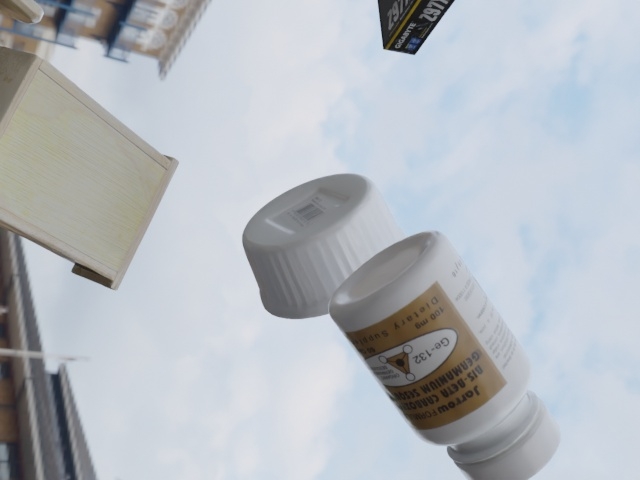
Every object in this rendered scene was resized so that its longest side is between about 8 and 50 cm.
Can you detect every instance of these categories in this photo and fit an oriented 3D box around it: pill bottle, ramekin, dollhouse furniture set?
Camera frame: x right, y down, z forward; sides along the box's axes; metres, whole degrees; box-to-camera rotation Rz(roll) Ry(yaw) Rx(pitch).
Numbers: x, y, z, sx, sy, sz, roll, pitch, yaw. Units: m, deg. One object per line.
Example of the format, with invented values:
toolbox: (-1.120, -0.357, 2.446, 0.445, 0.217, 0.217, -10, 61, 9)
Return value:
pill bottle: (0.121, 0.116, 0.823, 0.131, 0.229, 0.131, -34, -169, 7)
ramekin: (0.000, 0.000, 1.503, 0.277, 0.277, 0.135, 23, -38, 59)
dollhouse furniture set: (-0.408, -0.114, 1.011, 0.394, 0.256, 0.362, 17, -103, 30)

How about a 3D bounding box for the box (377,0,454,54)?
box: (0.206, -0.560, 1.709, 0.322, 0.079, 0.257, 130, -40, -56)
